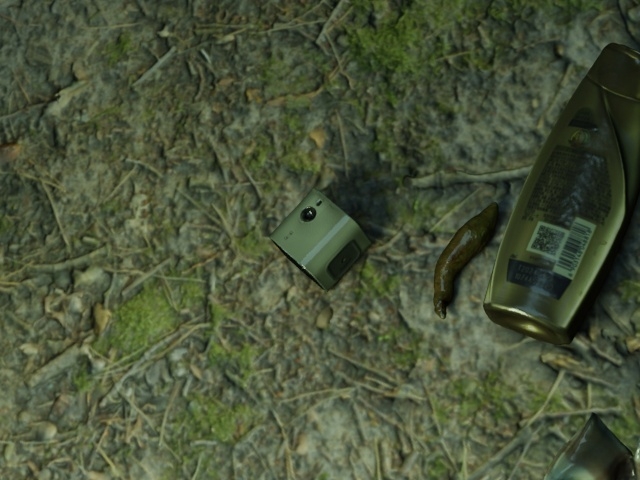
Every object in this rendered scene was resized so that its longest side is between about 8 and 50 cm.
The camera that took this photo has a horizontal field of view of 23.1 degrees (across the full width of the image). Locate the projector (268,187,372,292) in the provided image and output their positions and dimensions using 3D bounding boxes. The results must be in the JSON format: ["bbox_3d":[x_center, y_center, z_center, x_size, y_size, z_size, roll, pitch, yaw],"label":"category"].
[{"bbox_3d":[0.000,0.000,1.863,0.082,0.083,0.083,-47,62,-5],"label":"projector"}]

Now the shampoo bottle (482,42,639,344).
[{"bbox_3d":[0.297,-0.058,1.784,0.125,0.084,0.350,18,74,22],"label":"shampoo bottle"}]

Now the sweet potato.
[{"bbox_3d":[0.162,0.019,1.826,0.041,0.038,0.153,18,76,48],"label":"sweet potato"}]

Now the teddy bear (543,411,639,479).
[{"bbox_3d":[0.338,0.392,1.378,0.327,0.362,0.375,-17,44,2],"label":"teddy bear"}]
